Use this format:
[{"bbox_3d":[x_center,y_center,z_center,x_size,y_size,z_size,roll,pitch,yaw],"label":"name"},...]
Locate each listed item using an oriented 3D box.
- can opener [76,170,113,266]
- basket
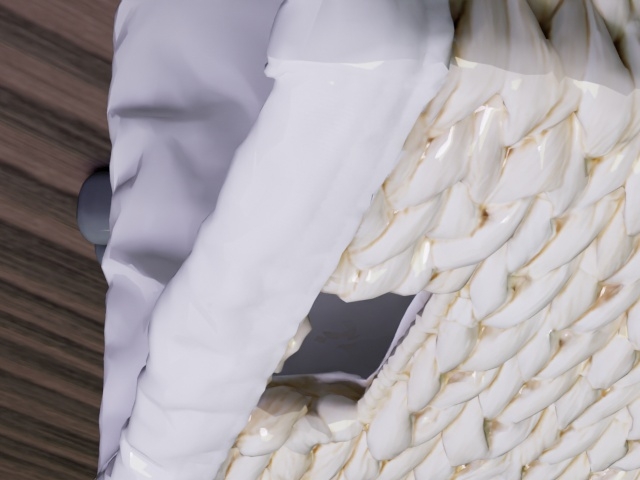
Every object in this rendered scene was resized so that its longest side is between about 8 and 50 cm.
[{"bbox_3d":[0.000,0.000,0.986,0.280,0.093,0.074,3,150,12],"label":"can opener"},{"bbox_3d":[0.074,-0.088,0.612,0.267,0.331,0.328,6,149,-13],"label":"basket"}]
